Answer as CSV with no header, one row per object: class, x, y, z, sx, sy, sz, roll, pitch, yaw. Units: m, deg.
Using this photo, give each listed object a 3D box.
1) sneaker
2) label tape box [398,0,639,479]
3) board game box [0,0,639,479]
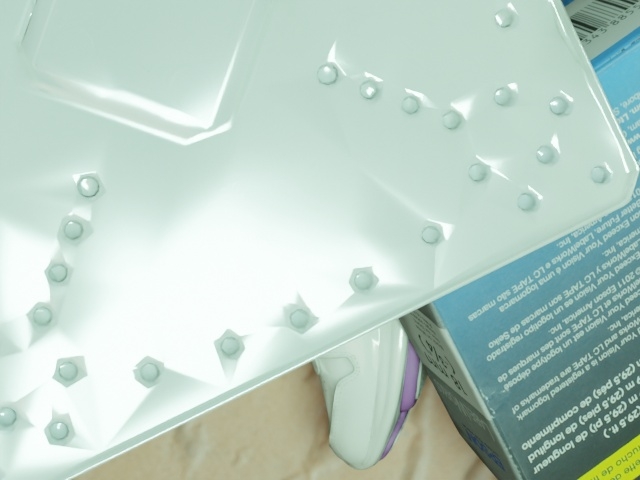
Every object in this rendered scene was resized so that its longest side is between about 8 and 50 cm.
sneaker,0.000,0.000,1.200,0.152,0.114,0.305,1,109,11
label tape box,0.179,0.033,1.145,0.240,0.106,0.334,-34,119,-11
board game box,-0.088,-0.116,0.963,0.390,0.050,0.390,-26,92,-8
